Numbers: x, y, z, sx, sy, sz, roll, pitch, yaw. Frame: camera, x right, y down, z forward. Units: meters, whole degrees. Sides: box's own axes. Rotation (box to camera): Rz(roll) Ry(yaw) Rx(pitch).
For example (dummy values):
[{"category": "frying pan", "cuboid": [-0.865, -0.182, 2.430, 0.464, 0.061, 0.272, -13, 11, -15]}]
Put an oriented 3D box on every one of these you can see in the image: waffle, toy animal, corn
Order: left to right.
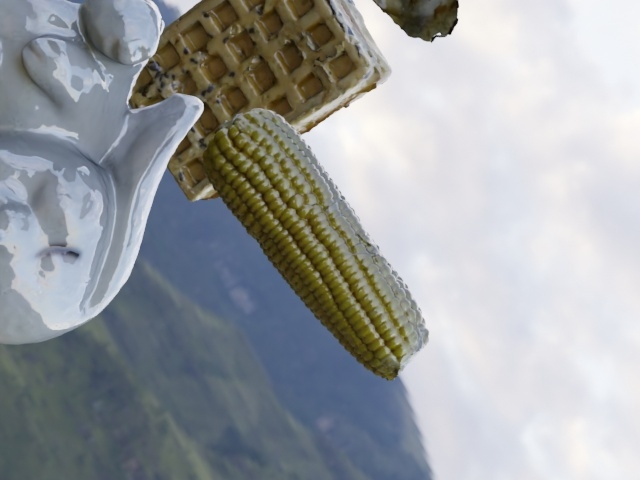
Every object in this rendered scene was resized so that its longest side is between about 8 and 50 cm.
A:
[{"category": "toy animal", "cuboid": [-0.229, -0.050, 1.212, 0.206, 0.272, 0.265, 95, -5, -80]}, {"category": "waffle", "cuboid": [-0.104, -0.250, 2.310, 0.261, 0.376, 0.114, 57, 22, 4]}, {"category": "corn", "cuboid": [0.000, 0.000, 1.160, 0.231, 0.080, 0.080, 51, -16, 5]}]

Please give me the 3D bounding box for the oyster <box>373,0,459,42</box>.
[{"category": "oyster", "cuboid": [0.061, -0.316, 1.388, 0.094, 0.166, 0.294, -11, 89, -68]}]
